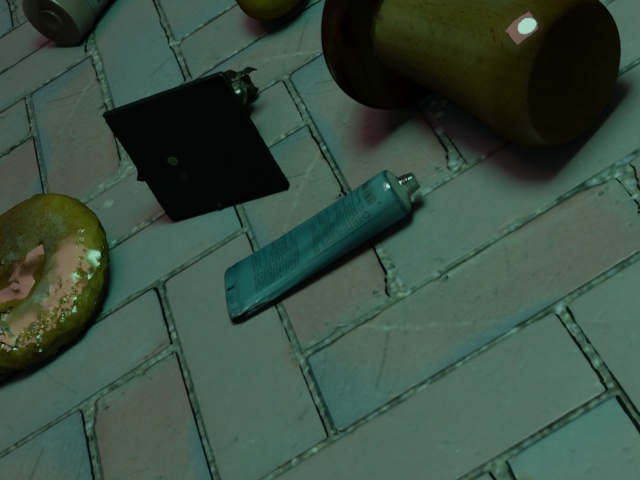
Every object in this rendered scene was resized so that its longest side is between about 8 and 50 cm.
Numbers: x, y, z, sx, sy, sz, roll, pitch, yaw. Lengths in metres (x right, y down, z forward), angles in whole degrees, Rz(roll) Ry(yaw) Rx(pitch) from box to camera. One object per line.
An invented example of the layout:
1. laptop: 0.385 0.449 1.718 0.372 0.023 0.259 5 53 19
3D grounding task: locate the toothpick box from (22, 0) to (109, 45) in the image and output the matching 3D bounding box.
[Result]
1. toothpick box: -0.347 -0.365 1.868 0.098 0.098 0.149 4 51 39

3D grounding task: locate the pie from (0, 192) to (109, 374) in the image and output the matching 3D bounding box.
1. pie: -0.348 0.052 1.450 0.273 0.069 0.273 -23 42 22

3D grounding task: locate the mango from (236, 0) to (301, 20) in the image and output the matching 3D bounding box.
1. mango: -0.057 -0.341 1.638 0.102 0.085 0.184 -23 29 22

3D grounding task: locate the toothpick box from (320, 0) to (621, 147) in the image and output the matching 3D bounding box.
1. toothpick box: 0.134 -0.197 1.259 0.192 0.192 0.294 -47 44 -14

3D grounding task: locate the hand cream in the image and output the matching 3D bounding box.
1. hand cream: 0.000 0.000 1.269 0.224 0.048 0.083 -31 37 15

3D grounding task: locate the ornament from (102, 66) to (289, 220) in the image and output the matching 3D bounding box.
1. ornament: -0.121 -0.149 1.445 0.166 0.153 0.196 -15 33 24
